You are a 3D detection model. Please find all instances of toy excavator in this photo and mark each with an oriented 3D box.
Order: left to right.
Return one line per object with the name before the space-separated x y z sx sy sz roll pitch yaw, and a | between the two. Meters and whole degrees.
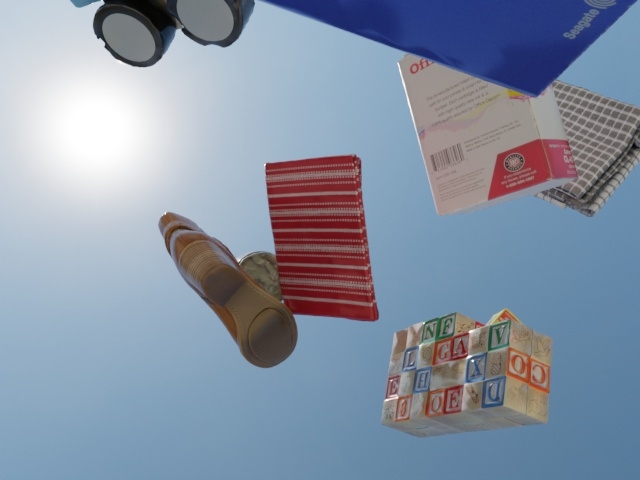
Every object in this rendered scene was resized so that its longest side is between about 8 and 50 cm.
toy excavator | -0.321 -0.474 0.848 0.432 0.445 0.222 -5 -132 30

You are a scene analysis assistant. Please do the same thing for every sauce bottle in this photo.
sauce bottle | -0.134 0.077 1.302 0.111 0.344 0.112 1 -93 -11

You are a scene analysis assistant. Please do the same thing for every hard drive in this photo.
hard drive | 0.054 -0.210 0.476 0.318 0.210 0.040 19 -98 1

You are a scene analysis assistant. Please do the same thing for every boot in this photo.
boot | -0.163 0.082 1.072 0.109 0.283 0.220 -45 -138 -5

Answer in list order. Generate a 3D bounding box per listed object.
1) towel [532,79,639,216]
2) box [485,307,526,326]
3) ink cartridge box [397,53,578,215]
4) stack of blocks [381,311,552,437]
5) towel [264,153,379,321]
towel | 0.491 -0.200 1.294 0.235 0.121 0.283 -46 -131 -10
box | 0.315 0.242 1.233 0.232 0.058 0.087 -40 -100 -24
ink cartridge box | 0.292 -0.219 1.121 0.226 0.131 0.306 -18 -99 43
stack of blocks | 0.225 0.210 1.014 0.087 0.297 0.171 24 -119 -21
towel | 0.000 0.000 1.050 0.198 0.275 0.031 0 -168 37
